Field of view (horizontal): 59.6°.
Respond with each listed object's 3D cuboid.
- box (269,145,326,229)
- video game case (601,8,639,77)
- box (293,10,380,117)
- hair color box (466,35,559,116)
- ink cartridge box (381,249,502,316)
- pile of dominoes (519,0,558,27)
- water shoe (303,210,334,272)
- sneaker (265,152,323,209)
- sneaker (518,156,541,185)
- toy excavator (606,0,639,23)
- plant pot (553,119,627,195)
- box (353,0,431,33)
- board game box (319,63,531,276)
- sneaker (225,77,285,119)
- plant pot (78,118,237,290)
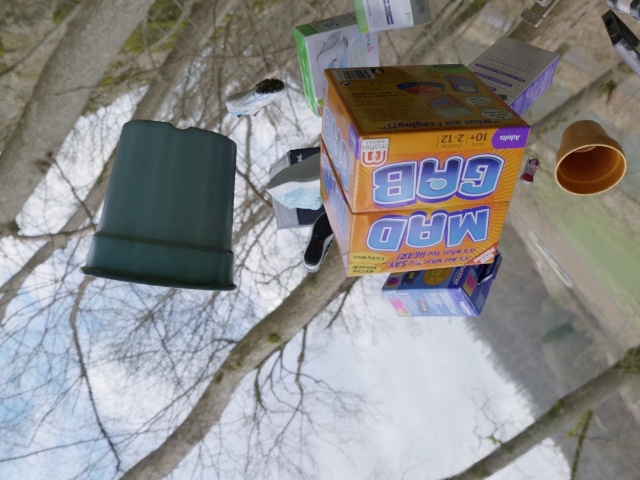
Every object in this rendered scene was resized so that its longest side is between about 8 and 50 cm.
[{"bbox_3d":[0.073,-0.217,2.267,0.472,0.480,0.297,172,90,-77],"label":"box"},{"bbox_3d":[0.828,-0.449,1.423,0.275,0.035,0.248,40,-141,-13],"label":"video game case"},{"bbox_3d":[0.059,-0.550,1.743,0.127,0.231,0.262,-120,16,-50],"label":"box"},{"bbox_3d":[0.503,-0.435,1.571,0.185,0.339,0.110,31,146,27],"label":"hair color box"},{"bbox_3d":[0.444,0.119,1.932,0.151,0.395,0.270,53,-127,-27],"label":"ink cartridge box"},{"bbox_3d":[0.652,-0.682,1.547,0.040,0.196,0.251,34,-152,-10],"label":"pile of dominoes"},{"bbox_3d":[0.000,0.000,1.689,0.073,0.203,0.080,25,160,9],"label":"water shoe"},{"bbox_3d":[-0.017,-0.174,1.767,0.150,0.135,0.366,43,155,-26],"label":"sneaker"},{"bbox_3d":[0.606,-0.201,1.613,0.042,0.067,0.118,24,-155,10],"label":"sneaker"},{"bbox_3d":[1.236,-0.893,1.794,0.445,0.433,0.222,8,-149,-8],"label":"toy excavator"},{"bbox_3d":[0.854,-0.282,1.795,0.205,0.205,0.188,40,-138,-25],"label":"plant pot"},{"bbox_3d":[0.164,-0.668,1.447,0.322,0.058,0.232,36,145,62],"label":"box"},{"bbox_3d":[0.206,-0.176,1.314,0.356,0.356,0.356,-5,-142,-9],"label":"board game box"},{"bbox_3d":[-0.192,-0.434,1.725,0.086,0.237,0.085,52,-132,-32],"label":"sneaker"},{"bbox_3d":[-0.333,-0.075,1.250,0.341,0.341,0.334,12,-95,-60],"label":"plant pot"}]
